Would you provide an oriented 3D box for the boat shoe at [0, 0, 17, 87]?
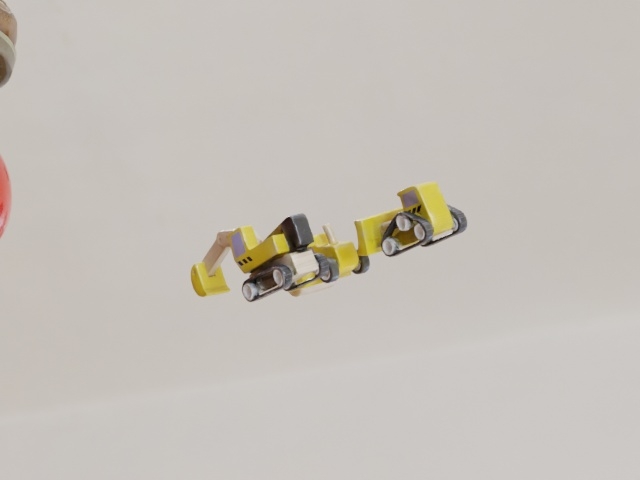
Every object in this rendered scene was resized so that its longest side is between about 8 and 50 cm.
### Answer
[{"bbox_3d":[-0.326,-0.190,1.195,0.110,0.307,0.104,121,-13,-57],"label":"boat shoe"}]

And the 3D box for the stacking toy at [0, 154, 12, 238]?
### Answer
[{"bbox_3d":[-0.224,-0.116,0.904,0.141,0.141,0.330,-87,164,-51],"label":"stacking toy"}]

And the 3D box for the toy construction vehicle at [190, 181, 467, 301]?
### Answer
[{"bbox_3d":[0.000,0.000,0.813,0.098,0.086,0.035,-26,-99,55],"label":"toy construction vehicle"}]
